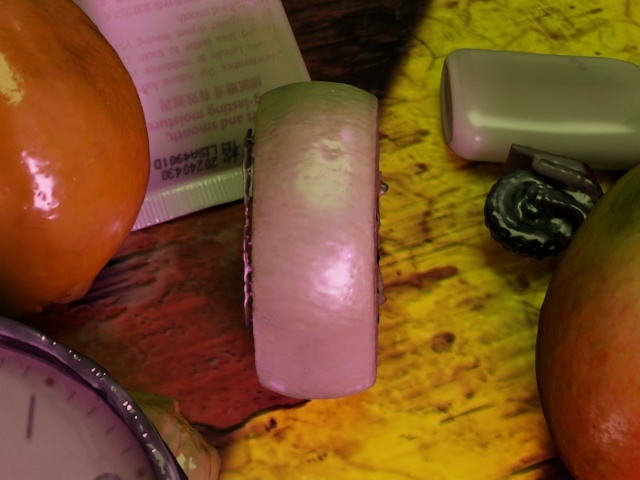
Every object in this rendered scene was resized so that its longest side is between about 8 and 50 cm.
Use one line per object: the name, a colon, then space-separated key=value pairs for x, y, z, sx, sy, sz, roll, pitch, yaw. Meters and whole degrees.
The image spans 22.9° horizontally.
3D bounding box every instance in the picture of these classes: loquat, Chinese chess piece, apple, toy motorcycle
loquat: x=-0.204 y=-0.066 z=0.964 sx=0.187 sy=0.176 sz=0.234 roll=-29 pitch=87 yaw=-2
Chinese chess piece: x=0.000 y=0.000 z=0.938 sx=0.083 sy=0.188 sz=0.188 roll=1 pitch=45 yaw=1
apple: x=0.245 y=0.058 z=0.881 sx=0.246 sy=0.226 sz=0.246 roll=0 pitch=55 yaw=0
toy motorcycle: x=0.219 y=-0.020 z=1.061 sx=0.213 sy=0.082 sz=0.122 roll=15 pitch=47 yaw=3

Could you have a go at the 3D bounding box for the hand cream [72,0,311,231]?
hand cream: x=-0.110 y=-0.196 z=1.079 sx=0.185 sy=0.118 sz=0.359 roll=-16 pitch=91 yaw=-24

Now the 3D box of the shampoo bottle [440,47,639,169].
shampoo bottle: x=0.200 y=-0.094 z=1.153 sx=0.220 sy=0.051 sz=0.108 roll=3 pitch=43 yaw=-5

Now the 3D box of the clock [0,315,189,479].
clock: x=-0.209 y=0.182 z=0.750 sx=0.325 sy=0.067 sz=0.325 roll=-3 pitch=59 yaw=5

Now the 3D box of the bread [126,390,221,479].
bread: x=-0.168 y=0.113 z=0.878 sx=0.232 sy=0.088 sz=0.128 roll=16 pitch=38 yaw=14
